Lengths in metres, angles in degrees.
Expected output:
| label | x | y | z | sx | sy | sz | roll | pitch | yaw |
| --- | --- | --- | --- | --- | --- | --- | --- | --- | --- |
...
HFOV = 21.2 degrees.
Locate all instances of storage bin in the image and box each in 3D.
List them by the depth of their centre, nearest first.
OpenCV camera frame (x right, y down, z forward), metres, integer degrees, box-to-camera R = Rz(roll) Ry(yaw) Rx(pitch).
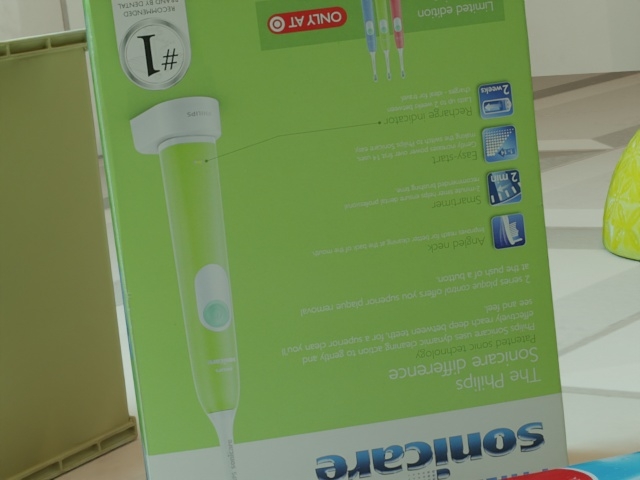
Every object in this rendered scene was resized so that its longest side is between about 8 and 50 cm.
| label | x | y | z | sx | sy | sz | roll | pitch | yaw |
| --- | --- | --- | --- | --- | --- | --- | --- | --- | --- |
| storage bin | -0.240 | 0.022 | 0.976 | 0.123 | 0.262 | 0.260 | 2 | 12 | 32 |

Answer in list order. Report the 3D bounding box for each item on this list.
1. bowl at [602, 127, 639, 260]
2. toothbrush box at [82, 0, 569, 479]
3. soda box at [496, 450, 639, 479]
| label | x | y | z | sx | sy | sz | roll | pitch | yaw |
| --- | --- | --- | --- | --- | --- | --- | --- | --- | --- |
| bowl | 0.382 | -0.082 | 1.474 | 0.289 | 0.156 | 0.289 | -7 | 10 | 1 |
| toothbrush box | 0.000 | 0.000 | 0.857 | 0.206 | 0.283 | 0.122 | -9 | 8 | -7 |
| soda box | 0.085 | 0.131 | 0.651 | 0.210 | 0.071 | 0.067 | -9 | 10 | -14 |
